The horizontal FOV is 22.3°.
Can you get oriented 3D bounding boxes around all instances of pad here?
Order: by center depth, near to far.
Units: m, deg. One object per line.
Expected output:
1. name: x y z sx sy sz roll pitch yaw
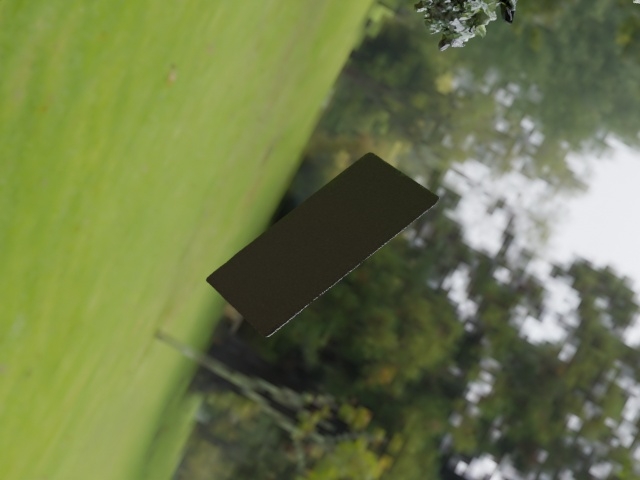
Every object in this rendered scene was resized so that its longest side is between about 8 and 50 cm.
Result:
1. pad: 0.000 0.000 1.547 0.211 0.003 0.143 -38 -145 -9

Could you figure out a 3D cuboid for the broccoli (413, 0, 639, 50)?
1. broccoli: 0.231 -0.274 1.270 0.221 0.361 0.252 3 -85 59
